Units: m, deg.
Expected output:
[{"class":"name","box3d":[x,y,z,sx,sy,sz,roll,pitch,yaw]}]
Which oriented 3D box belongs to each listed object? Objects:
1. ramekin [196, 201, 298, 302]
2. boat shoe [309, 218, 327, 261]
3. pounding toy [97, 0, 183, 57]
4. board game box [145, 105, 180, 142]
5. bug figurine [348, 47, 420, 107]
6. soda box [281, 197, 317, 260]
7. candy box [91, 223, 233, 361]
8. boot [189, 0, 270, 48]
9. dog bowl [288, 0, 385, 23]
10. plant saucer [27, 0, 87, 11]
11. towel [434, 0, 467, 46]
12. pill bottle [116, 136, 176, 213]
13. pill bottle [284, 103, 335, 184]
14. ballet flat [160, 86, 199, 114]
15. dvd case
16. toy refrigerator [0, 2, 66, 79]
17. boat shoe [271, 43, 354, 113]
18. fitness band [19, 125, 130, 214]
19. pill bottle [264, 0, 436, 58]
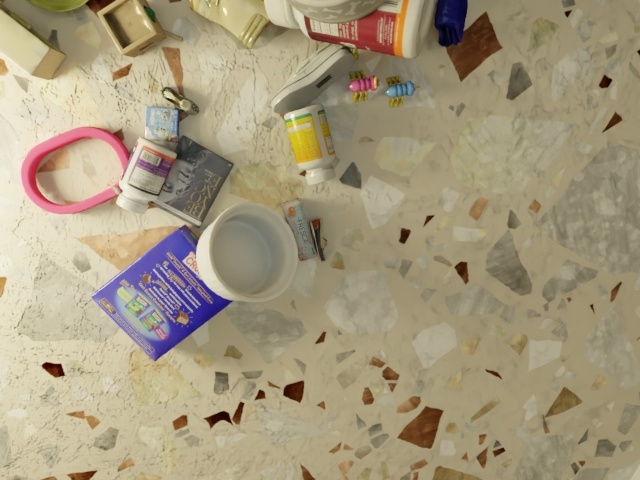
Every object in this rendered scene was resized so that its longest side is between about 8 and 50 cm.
[{"class":"ramekin","box3d":[-0.212,0.042,1.198,0.276,0.135,0.278,10,73,-36]},{"class":"boat shoe","box3d":[0.000,0.000,1.325,0.043,0.049,0.137,-14,100,-7]},{"class":"pounding toy","box3d":[-0.464,-0.556,1.105,0.141,0.100,0.130,-26,105,9]},{"class":"board game box","box3d":[-0.442,-0.324,1.186,0.089,0.020,0.090,7,102,1]},{"class":"bug figurine","box3d":[0.168,-0.517,1.211,0.216,0.072,0.280,-15,106,-4]},{"class":"soda box","box3d":[-0.065,-0.033,1.297,0.058,0.063,0.183,-18,106,-4]},{"class":"candy box","box3d":[-0.444,0.151,1.255,0.317,0.122,0.268,-36,105,2]},{"class":"boot","box3d":[-0.194,-0.669,1.108,0.203,0.095,0.262,31,99,-14]},{"class":"dog bowl","box3d":[0.024,-0.641,0.860,0.348,0.102,0.350,7,112,18]},{"class":"plant saucer","box3d":[-0.669,-0.700,1.060,0.240,0.037,0.241,-2,103,-8]},{"class":"towel","box3d":[0.367,-0.699,1.121,0.076,0.227,0.309,9,103,17]},{"class":"pill bottle","box3d":[-0.484,-0.175,1.168,0.108,0.108,0.194,25,95,-13]},{"class":"pill bottle","box3d":[-0.023,-0.273,1.218,0.117,0.117,0.209,-17,105,-4]},{"class":"ballet flat","box3d":[-0.392,-0.386,1.176,0.114,0.041,0.041,31,97,-14]},{"class":"dvd case","box3d":[-0.379,-0.168,1.241,0.164,0.018,0.222,29,98,-14]},{"class":"toy refrigerator","box3d":[-0.791,-0.532,1.049,0.269,0.102,0.094,38,95,-14]},{"class":"boat shoe","box3d":[-0.035,-0.460,1.182,0.267,0.096,0.088,-34,71,20]},{"class":"fitness band","box3d":[-0.673,-0.191,1.173,0.290,0.054,0.209,-25,105,-3]},{"class":"pill bottle","box3d":[0.074,-0.598,1.040,0.391,0.224,0.224,18,101,14]}]
